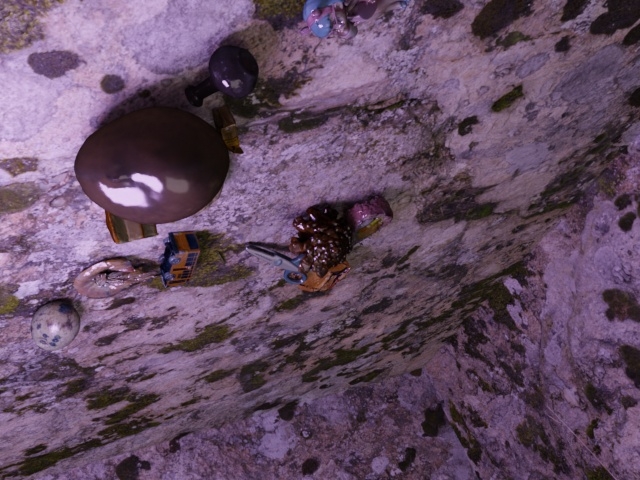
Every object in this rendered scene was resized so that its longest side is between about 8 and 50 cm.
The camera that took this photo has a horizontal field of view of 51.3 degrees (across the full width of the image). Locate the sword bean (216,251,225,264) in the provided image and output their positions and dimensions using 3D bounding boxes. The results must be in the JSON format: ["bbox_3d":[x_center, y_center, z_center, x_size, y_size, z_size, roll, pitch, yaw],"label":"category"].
[{"bbox_3d":[-0.330,0.059,2.221,0.012,0.012,0.083,-23,150,-4],"label":"sword bean"}]

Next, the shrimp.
[{"bbox_3d":[-0.619,0.100,2.014,0.254,0.059,0.145,-18,137,-1],"label":"shrimp"}]

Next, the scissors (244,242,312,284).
[{"bbox_3d":[-0.140,0.068,2.279,0.289,0.041,0.138,26,123,-32],"label":"scissors"}]

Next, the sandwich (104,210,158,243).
[{"bbox_3d":[-0.500,-0.028,1.770,0.117,0.187,0.144,-14,143,-19],"label":"sandwich"}]

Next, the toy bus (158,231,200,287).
[{"bbox_3d":[-0.435,0.059,2.056,0.103,0.091,0.182,-7,145,-29],"label":"toy bus"}]

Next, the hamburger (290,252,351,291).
[{"bbox_3d":[-0.004,0.098,2.449,0.230,0.107,0.231,-15,150,-9],"label":"hamburger"}]

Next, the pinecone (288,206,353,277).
[{"bbox_3d":[-0.001,-0.002,2.184,0.228,0.201,0.203,-7,142,-36],"label":"pinecone"}]

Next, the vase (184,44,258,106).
[{"bbox_3d":[-0.230,-0.364,1.513,0.182,0.120,0.120,-21,157,31],"label":"vase"}]

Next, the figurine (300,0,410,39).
[{"bbox_3d":[0.074,-0.523,1.508,0.259,0.103,0.205,-19,-173,-16],"label":"figurine"}]

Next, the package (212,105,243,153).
[{"bbox_3d":[-0.235,-0.272,1.685,0.047,0.071,0.131,-25,154,-12],"label":"package"}]

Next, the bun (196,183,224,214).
[{"bbox_3d":[-0.344,-0.138,1.762,0.222,0.128,0.222,-18,148,-12],"label":"bun"}]

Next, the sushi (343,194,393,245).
[{"bbox_3d":[0.162,-0.070,2.297,0.161,0.108,0.241,-19,159,-11],"label":"sushi"}]

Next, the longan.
[{"bbox_3d":[-0.383,-0.167,1.532,0.349,0.289,0.288,-7,150,-2],"label":"longan"}]

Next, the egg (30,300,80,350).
[{"bbox_3d":[-0.817,0.266,2.044,0.141,0.141,0.182,4,138,-42],"label":"egg"}]
